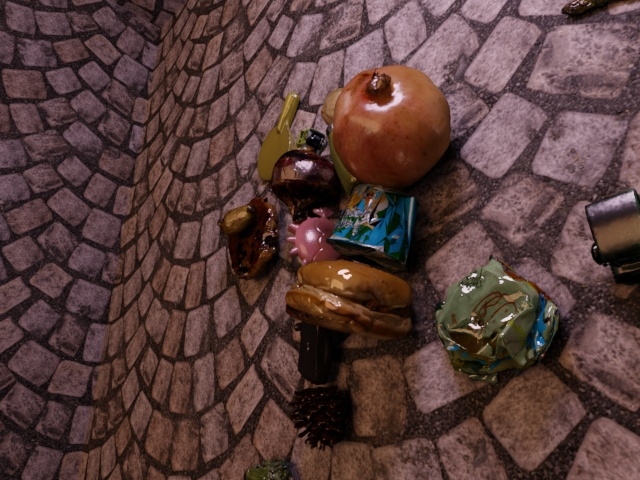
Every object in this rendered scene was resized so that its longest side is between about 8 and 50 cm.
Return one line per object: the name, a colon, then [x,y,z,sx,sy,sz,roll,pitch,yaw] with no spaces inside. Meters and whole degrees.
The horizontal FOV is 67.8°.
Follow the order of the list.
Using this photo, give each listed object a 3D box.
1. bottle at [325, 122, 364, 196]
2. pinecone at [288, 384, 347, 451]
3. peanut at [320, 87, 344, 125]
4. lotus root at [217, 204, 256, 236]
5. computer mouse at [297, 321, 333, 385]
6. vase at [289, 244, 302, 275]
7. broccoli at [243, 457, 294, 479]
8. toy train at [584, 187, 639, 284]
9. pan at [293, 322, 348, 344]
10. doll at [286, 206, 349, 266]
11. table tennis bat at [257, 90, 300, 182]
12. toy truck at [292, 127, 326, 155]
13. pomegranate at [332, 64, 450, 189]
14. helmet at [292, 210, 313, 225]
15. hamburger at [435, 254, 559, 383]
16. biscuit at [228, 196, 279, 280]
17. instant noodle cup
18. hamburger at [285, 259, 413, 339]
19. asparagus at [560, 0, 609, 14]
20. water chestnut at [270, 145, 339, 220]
bottle: [0.089,-0.261,1.486,0.112,0.112,0.260,-40,57,31]
pinecone: [-0.002,0.486,1.300,0.162,0.162,0.165,-19,78,43]
peanut: [0.068,-0.435,1.597,0.159,0.109,0.141,-2,74,46]
lotus root: [-0.296,-0.080,1.776,0.190,0.094,0.108,-23,56,33]
computer mouse: [-0.010,0.314,1.396,0.122,0.073,0.217,11,97,58]
vase: [-0.048,0.055,1.551,0.120,0.120,0.183,-64,27,9]
broccoli: [-0.159,0.701,1.385,0.154,0.160,0.167,-50,27,24]
toy train: [0.611,-0.032,0.788,0.330,0.178,0.139,-27,56,41]
pan: [0.008,0.256,1.465,0.235,0.028,0.136,-15,64,41]
doll: [0.000,0.000,1.443,0.093,0.211,0.262,119,158,-48]
table tennis bat: [-0.161,-0.410,1.894,0.224,0.054,0.369,27,100,50]
toy truck: [-0.060,-0.303,1.713,0.116,0.085,0.191,17,91,54]
pomegranate: [0.176,-0.312,1.258,0.338,0.338,0.339,-20,61,42]
helmet: [-0.051,-0.071,1.640,0.083,0.049,0.065,-23,22,11]
hamburger: [0.349,0.173,1.026,0.276,0.150,0.261,-49,44,25]
biscuit: [-0.248,-0.009,1.815,0.289,0.081,0.334,-42,44,31]
instant noodle cup: [0.150,-0.038,1.284,0.240,0.240,0.178,8,74,49]
hamburger: [0.073,0.151,1.220,0.284,0.304,0.174,-1,73,48]
asparagus: [0.628,-0.542,1.075,0.165,0.030,0.036,0,103,47]
water chestnut: [-0.050,-0.177,1.554,0.223,0.223,0.238,-17,63,44]
